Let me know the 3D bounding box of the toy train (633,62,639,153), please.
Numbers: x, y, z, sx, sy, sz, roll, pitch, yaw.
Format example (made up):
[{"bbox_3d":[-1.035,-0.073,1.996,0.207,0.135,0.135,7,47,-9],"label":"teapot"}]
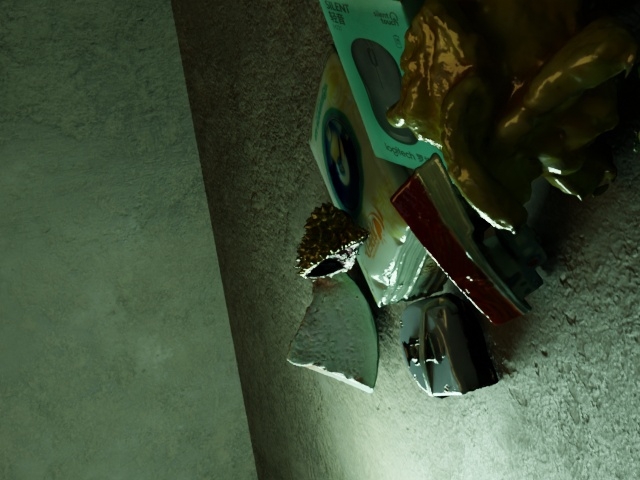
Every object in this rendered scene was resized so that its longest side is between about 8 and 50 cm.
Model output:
[{"bbox_3d":[0.399,-0.142,1.021,0.119,0.085,0.251,30,132,58],"label":"toy train"}]

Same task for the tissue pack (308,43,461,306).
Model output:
[{"bbox_3d":[0.115,-0.122,1.704,0.287,0.162,0.388,103,149,-57],"label":"tissue pack"}]

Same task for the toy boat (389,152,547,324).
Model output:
[{"bbox_3d":[0.217,-0.016,1.362,0.332,0.133,0.145,43,-164,-44],"label":"toy boat"}]

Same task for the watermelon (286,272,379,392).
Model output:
[{"bbox_3d":[0.003,0.195,2.132,0.320,0.213,0.289,67,163,-5],"label":"watermelon"}]

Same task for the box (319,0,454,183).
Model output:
[{"bbox_3d":[0.133,-0.249,1.399,0.205,0.118,0.311,24,145,48],"label":"box"}]

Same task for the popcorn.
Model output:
[{"bbox_3d":[0.215,-0.171,1.139,0.321,0.290,0.326,49,-122,-70],"label":"popcorn"}]

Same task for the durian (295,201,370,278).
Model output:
[{"bbox_3d":[0.000,-0.003,1.682,0.187,0.119,0.108,115,136,-68],"label":"durian"}]

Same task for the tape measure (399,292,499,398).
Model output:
[{"bbox_3d":[0.212,0.185,1.704,0.181,0.107,0.182,-38,68,62],"label":"tape measure"}]
